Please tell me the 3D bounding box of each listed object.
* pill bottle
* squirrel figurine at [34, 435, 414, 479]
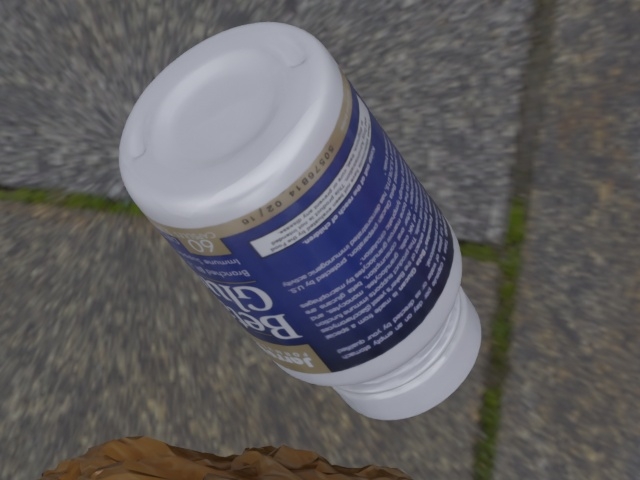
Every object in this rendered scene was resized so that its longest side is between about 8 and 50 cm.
[{"bbox_3d":[0.000,0.000,0.800,0.094,0.094,0.169,-40,132,-2],"label":"pill bottle"},{"bbox_3d":[-0.064,0.262,0.496,0.281,0.397,0.370,11,132,-24],"label":"squirrel figurine"}]
